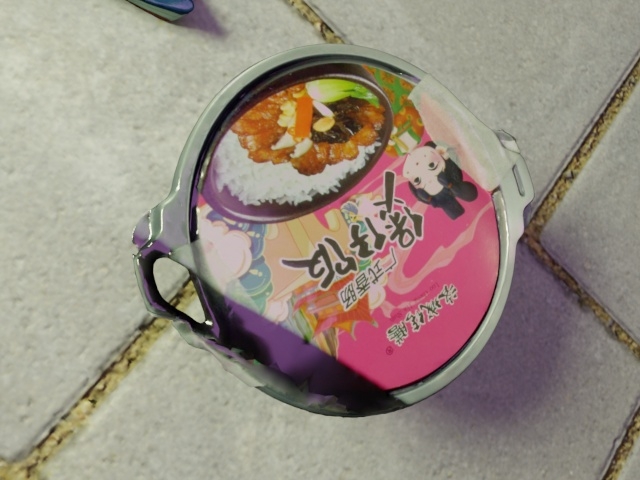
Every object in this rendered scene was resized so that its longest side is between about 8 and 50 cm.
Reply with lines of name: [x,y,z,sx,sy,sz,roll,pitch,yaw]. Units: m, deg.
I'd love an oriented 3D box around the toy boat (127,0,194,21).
toy boat: [-0.210,-0.271,0.497,0.228,0.046,0.080,36,71,-13]

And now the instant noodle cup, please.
instant noodle cup: [0.000,0.000,0.462,0.302,0.181,0.259,-4,83,-21]
